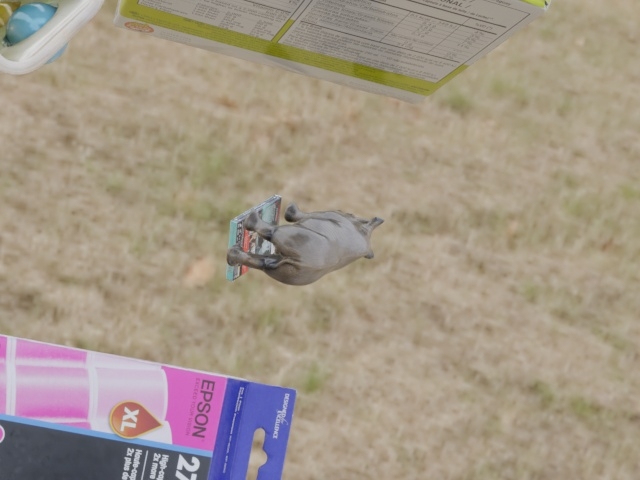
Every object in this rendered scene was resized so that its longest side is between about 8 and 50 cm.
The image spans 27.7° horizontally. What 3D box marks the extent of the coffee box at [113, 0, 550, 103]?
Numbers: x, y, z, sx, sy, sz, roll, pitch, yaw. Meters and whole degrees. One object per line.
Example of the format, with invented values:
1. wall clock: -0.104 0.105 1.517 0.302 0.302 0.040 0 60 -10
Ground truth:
1. coffee box: 0.022 -0.363 1.231 0.338 0.337 0.334 13 -13 -14

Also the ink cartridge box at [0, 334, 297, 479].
1. ink cartridge box: -0.219 0.221 1.461 0.371 0.175 0.069 11 -6 -8

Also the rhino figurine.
1. rhino figurine: 0.000 0.000 1.499 0.106 0.073 0.243 19 18 25

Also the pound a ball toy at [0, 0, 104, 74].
1. pound a ball toy: -0.343 -0.190 1.148 0.208 0.135 0.319 -49 32 -19

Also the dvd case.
1. dvd case: -0.089 -0.004 1.744 0.013 0.087 0.119 18 27 24
